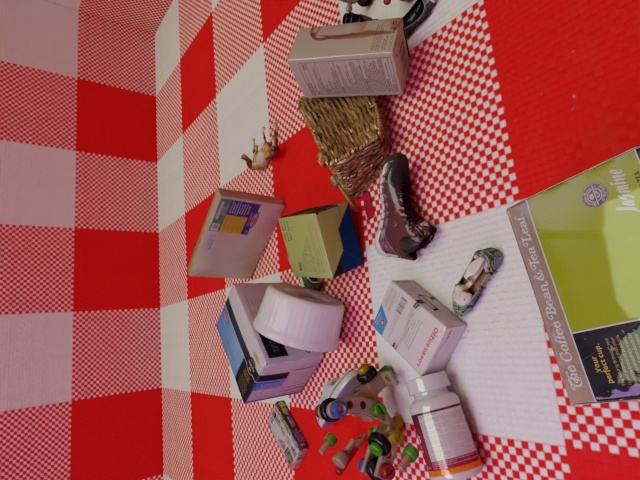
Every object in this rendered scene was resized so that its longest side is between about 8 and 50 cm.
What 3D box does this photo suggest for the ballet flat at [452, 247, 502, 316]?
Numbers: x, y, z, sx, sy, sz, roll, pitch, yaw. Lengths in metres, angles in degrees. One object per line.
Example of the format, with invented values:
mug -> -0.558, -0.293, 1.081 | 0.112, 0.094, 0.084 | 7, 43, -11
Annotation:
ballet flat -> 0.340, 0.095, 1.023 | 0.070, 0.070, 0.189 | 46, 123, 45

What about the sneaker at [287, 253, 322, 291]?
sneaker -> -0.046, 0.092, 1.547 | 0.086, 0.064, 0.192 | -45, 58, 40

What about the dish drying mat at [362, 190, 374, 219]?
dish drying mat -> 0.144, -0.106, 1.349 | 0.032, 0.008, 0.083 | -33, 63, 49

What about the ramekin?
ramekin -> -0.059, 0.228, 1.385 | 0.277, 0.277, 0.135 | 18, 94, 52

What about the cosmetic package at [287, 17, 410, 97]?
cosmetic package -> 0.081, -0.490, 1.222 | 0.296, 0.153, 0.129 | 6, 66, 23

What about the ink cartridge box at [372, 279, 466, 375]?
ink cartridge box -> 0.242, 0.214, 1.127 | 0.203, 0.085, 0.148 | 43, 121, 45

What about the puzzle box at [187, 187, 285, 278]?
puzzle box -> -0.336, -0.013, 1.771 | 0.409, 0.272, 0.052 | -60, 40, 30

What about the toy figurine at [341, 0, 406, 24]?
toy figurine -> 0.150, -0.718, 1.285 | 0.209, 0.148, 0.213 | -47, 54, 48

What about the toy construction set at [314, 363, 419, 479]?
toy construction set -> 0.133, 0.481, 1.210 | 0.257, 0.237, 0.309 | 36, 139, 16

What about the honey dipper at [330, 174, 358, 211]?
honey dipper -> 0.077, -0.146, 1.426 | 0.030, 0.030, 0.161 | -56, 49, 35

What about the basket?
basket -> 0.098, -0.321, 1.356 | 0.213, 0.223, 0.299 | -29, 58, 10

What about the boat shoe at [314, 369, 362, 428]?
boat shoe -> 0.041, 0.470, 1.372 | 0.084, 0.095, 0.258 | 51, 126, 37

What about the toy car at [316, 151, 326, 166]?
toy car -> -0.005, -0.314, 1.538 | 0.060, 0.040, 0.122 | -43, 55, 43

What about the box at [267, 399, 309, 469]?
box -> -0.120, 0.699, 1.620 | 0.207, 0.036, 0.114 | 48, 124, 44

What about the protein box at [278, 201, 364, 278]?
protein box -> 0.000, 0.000, 1.383 | 0.201, 0.136, 0.200 | -4, 105, 53

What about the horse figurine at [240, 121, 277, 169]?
horse figurine -> -0.239, -0.365, 1.839 | 0.263, 0.066, 0.175 | -34, 55, 45

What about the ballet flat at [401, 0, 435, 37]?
ballet flat -> 0.247, -0.605, 1.212 | 0.173, 0.049, 0.058 | -43, 56, 43

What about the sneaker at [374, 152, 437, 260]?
sneaker -> 0.237, -0.079, 1.160 | 0.162, 0.106, 0.282 | 20, 114, 47

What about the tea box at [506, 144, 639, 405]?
tea box -> 0.514, 0.045, 0.662 | 0.323, 0.219, 0.329 | -30, 63, 47

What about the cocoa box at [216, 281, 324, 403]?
cocoa box -> -0.189, 0.348, 1.575 | 0.347, 0.231, 0.228 | 58, 133, 38

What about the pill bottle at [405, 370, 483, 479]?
pill bottle -> 0.278, 0.425, 1.033 | 0.121, 0.121, 0.221 | -40, 57, 45
